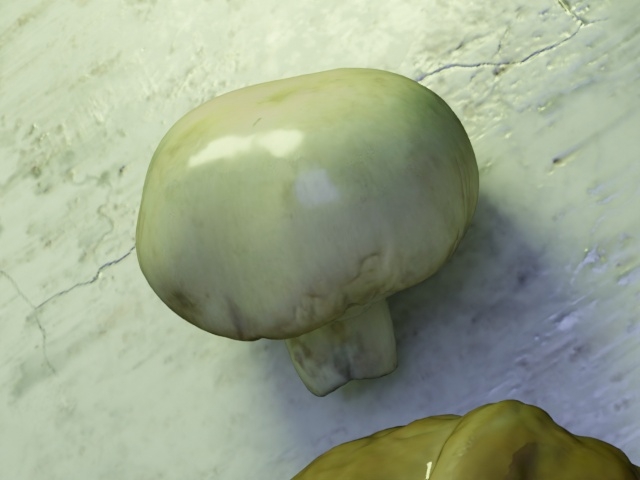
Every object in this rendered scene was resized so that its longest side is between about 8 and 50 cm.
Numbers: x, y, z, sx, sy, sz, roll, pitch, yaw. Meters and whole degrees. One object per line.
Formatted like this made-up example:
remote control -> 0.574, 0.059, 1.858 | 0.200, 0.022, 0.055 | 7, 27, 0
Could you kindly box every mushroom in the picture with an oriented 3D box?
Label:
mushroom -> 0.000, 0.000, 1.041 | 0.254, 0.234, 0.260 | -24, 19, -15

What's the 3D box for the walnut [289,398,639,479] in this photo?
walnut -> 0.091, 0.233, 0.862 | 0.296, 0.285, 0.285 | 19, 82, 19
